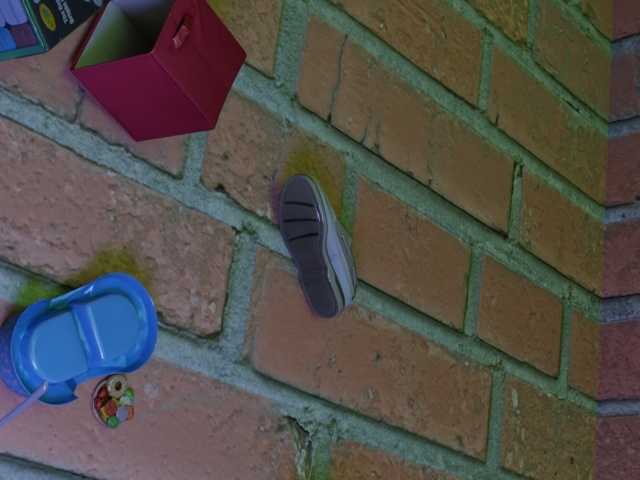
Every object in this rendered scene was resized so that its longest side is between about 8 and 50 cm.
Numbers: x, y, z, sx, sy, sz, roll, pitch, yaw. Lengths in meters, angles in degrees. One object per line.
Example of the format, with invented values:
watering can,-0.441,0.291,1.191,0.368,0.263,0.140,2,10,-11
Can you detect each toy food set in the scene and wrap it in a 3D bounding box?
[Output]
toy food set,-0.343,0.270,1.943,0.083,0.020,0.083,-44,115,-46

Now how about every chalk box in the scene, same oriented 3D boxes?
chalk box,-0.475,-0.377,1.749,0.289,0.179,0.180,-58,136,-53

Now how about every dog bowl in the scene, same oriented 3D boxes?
dog bowl,-0.391,0.157,1.870,0.297,0.074,0.166,-24,100,-49

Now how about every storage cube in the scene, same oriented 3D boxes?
storage cube,-0.275,-0.307,2.008,0.193,0.215,0.184,50,47,-40

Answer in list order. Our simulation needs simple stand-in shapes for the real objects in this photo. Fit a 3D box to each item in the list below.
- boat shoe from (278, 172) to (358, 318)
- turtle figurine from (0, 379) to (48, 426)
boat shoe,0.000,0.000,2.349,0.103,0.113,0.302,-35,119,-49
turtle figurine,-0.541,0.292,1.538,0.198,0.274,0.266,-38,140,-80
